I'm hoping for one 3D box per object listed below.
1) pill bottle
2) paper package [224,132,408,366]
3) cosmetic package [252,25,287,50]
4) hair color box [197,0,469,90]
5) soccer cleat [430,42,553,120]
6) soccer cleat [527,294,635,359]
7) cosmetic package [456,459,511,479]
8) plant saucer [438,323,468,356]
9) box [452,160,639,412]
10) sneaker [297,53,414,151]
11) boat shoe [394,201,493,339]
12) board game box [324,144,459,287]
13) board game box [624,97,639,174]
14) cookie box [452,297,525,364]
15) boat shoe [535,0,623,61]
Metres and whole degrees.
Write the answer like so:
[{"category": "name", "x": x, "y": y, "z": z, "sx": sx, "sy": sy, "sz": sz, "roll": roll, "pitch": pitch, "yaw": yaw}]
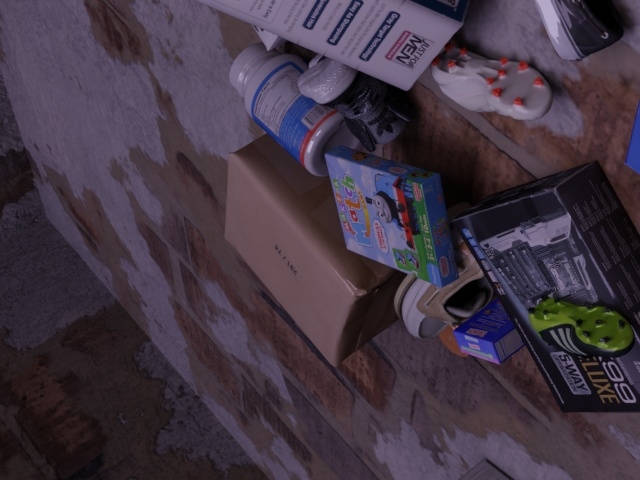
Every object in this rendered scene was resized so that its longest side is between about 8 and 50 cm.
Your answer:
[{"category": "pill bottle", "x": -0.038, "y": -0.207, "z": 1.765, "sx": 0.221, "sy": 0.124, "sz": 0.124, "roll": 45, "pitch": 155, "yaw": 30}, {"category": "paper package", "x": 0.000, "y": 0.000, "z": 1.907, "sx": 0.325, "sy": 0.168, "sz": 0.309, "roll": 49, "pitch": 156, "yaw": 18}, {"category": "cosmetic package", "x": -0.050, "y": -0.367, "z": 1.659, "sx": 0.099, "sy": 0.060, "sz": 0.239, "roll": 56, "pitch": 158, "yaw": 2}, {"category": "hair color box", "x": -0.011, "y": -0.316, "z": 1.342, "sx": 0.347, "sy": 0.105, "sz": 0.174, "roll": 22, "pitch": 156, "yaw": -10}, {"category": "soccer cleat", "x": 0.209, "y": -0.180, "z": 1.379, "sx": 0.196, "sy": 0.068, "sz": 0.076, "roll": 34, "pitch": 163, "yaw": 47}, {"category": "soccer cleat", "x": 0.313, "y": 0.111, "z": 1.357, "sx": 0.072, "sy": 0.060, "sz": 0.179, "roll": 56, "pitch": 165, "yaw": -21}, {"category": "cosmetic package", "x": 0.356, "y": 0.562, "z": 1.933, "sx": 0.365, "sy": 0.155, "sz": 0.197, "roll": 34, "pitch": 149, "yaw": 43}, {"category": "plant saucer", "x": 0.213, "y": 0.153, "z": 1.871, "sx": 0.083, "sy": 0.013, "sz": 0.083, "roll": 45, "pitch": 154, "yaw": 29}, {"category": "box", "x": 0.323, "y": 0.069, "z": 1.443, "sx": 0.307, "sy": 0.076, "sz": 0.242, "roll": 60, "pitch": 157, "yaw": -5}, {"category": "sneaker", "x": 0.056, "y": -0.192, "z": 1.546, "sx": 0.153, "sy": 0.101, "sz": 0.268, "roll": 50, "pitch": -167, "yaw": -11}, {"category": "boat shoe", "x": 0.188, "y": 0.074, "z": 1.685, "sx": 0.103, "sy": 0.113, "sz": 0.302, "roll": 53, "pitch": 157, "yaw": 25}, {"category": "board game box", "x": 0.097, "y": -0.037, "z": 1.608, "sx": 0.211, "sy": 0.039, "sz": 0.160, "roll": 23, "pitch": 134, "yaw": 51}, {"category": "board game box", "x": 0.440, "y": -0.073, "z": 1.011, "sx": 0.347, "sy": 0.078, "sz": 0.233, "roll": 43, "pitch": 153, "yaw": 32}, {"category": "cookie box", "x": 0.255, "y": 0.121, "z": 1.615, "sx": 0.092, "sy": 0.107, "sz": 0.040, "roll": 14, "pitch": 133, "yaw": 60}, {"category": "boat shoe", "x": 0.239, "y": -0.290, "z": 1.152, "sx": 0.076, "sy": 0.080, "sz": 0.228, "roll": -14, "pitch": 107, "yaw": 37}]
